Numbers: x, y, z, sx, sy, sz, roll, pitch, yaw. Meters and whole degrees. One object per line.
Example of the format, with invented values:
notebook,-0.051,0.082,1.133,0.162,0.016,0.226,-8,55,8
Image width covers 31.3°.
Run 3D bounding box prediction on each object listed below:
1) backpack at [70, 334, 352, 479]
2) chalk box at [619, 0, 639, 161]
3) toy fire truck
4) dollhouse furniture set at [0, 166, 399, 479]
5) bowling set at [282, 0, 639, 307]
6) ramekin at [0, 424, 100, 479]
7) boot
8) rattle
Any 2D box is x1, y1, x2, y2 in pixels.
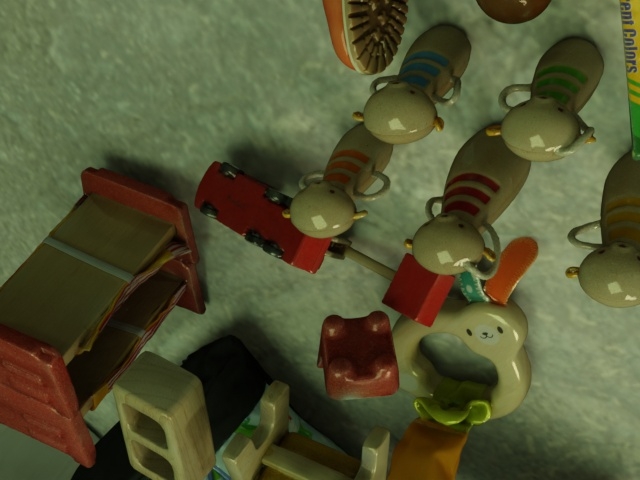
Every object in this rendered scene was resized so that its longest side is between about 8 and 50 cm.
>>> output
backpack,-0.051,0.312,1.110,0.355,0.273,0.290,37,128,-19
chalk box,0.308,-0.157,0.570,0.289,0.180,0.179,1,125,26
toy fire truck,0.000,0.000,0.922,0.135,0.047,0.192,23,-175,-46
dollhouse furniture set,-0.095,0.106,0.943,0.374,0.201,0.152,22,142,20
bowling set,0.098,-0.082,0.757,0.287,0.154,0.199,5,127,25
ramekin,-0.349,0.305,1.318,0.277,0.135,0.277,14,130,18
boot,0.008,-0.181,0.764,0.085,0.059,0.157,-13,80,40
rattle,0.104,0.101,0.915,0.130,0.143,0.199,44,142,16
